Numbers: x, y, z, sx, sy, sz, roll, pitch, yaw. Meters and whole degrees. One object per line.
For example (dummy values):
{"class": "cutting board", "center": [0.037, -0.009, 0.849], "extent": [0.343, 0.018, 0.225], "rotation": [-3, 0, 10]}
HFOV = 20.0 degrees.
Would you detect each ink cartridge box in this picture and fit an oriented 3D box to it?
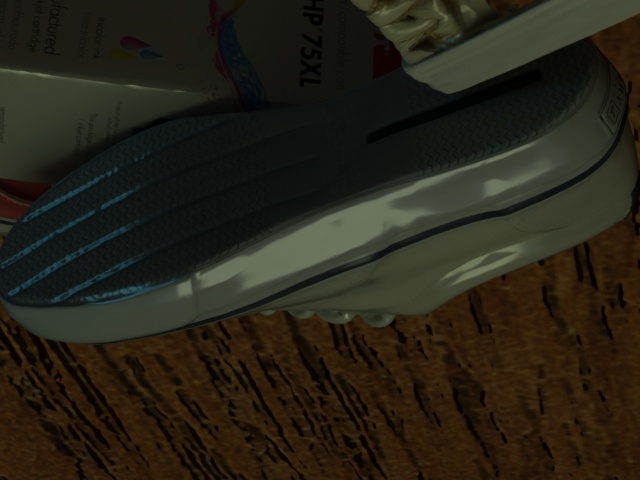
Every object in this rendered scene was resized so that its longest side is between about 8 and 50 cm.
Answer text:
{"class": "ink cartridge box", "center": [-0.027, -0.088, 0.774], "extent": [0.231, 0.134, 0.078], "rotation": [6, 145, -7]}

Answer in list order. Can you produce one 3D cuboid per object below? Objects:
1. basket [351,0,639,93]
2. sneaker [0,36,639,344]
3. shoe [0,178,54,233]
{"class": "basket", "center": [0.060, -0.156, 0.637], "extent": [0.113, 0.167, 0.103], "rotation": [-22, 135, 32]}
{"class": "sneaker", "center": [0.000, 0.000, 0.697], "extent": [0.258, 0.094, 0.091], "rotation": [-15, 136, 19]}
{"class": "shoe", "center": [-0.176, -0.065, 0.882], "extent": [0.081, 0.063, 0.178], "rotation": [-17, 139, 35]}
